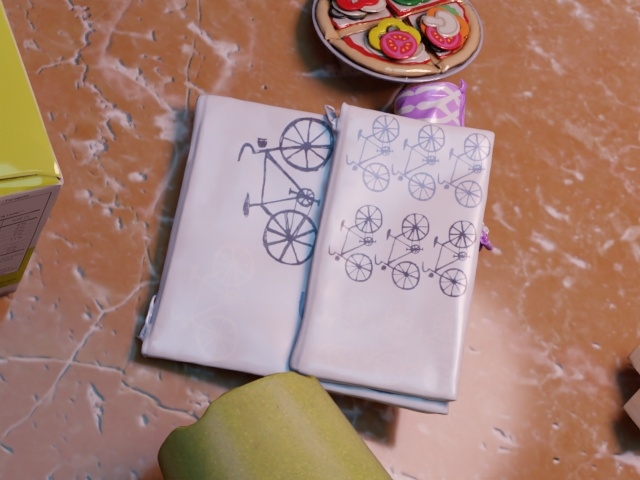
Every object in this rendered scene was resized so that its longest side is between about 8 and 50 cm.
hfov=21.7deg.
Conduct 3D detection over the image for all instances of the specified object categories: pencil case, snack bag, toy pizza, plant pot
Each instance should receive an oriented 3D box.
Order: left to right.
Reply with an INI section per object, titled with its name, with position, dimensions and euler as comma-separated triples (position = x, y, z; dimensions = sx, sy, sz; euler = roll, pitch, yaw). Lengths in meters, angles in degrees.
[plant pot]
position = -0.027, 0.277, 1.624
dimensions = 0.276, 0.276, 0.254
euler = -20, 67, -23
[snack bag]
position = 0.000, 0.000, 1.787
dimensions = 0.342, 0.037, 0.323
euler = 11, 72, 0
[toy pizza]
position = 0.091, -0.258, 1.924
dimensions = 0.201, 0.032, 0.201
euler = 5, 48, -6
[pencil case]
position = 0.136, -0.076, 1.880
dimensions = 0.088, 0.086, 0.206
euler = -15, 73, 21

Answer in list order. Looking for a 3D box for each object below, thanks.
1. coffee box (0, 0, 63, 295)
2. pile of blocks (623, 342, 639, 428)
[coffee box]
position = -0.470, -0.107, 1.560
dimensions = 0.338, 0.334, 0.337
euler = -16, 76, -22
[pile of blocks]
position = 0.477, 0.259, 1.876
dimensions = 0.362, 0.149, 0.112
euler = 42, 107, 10
